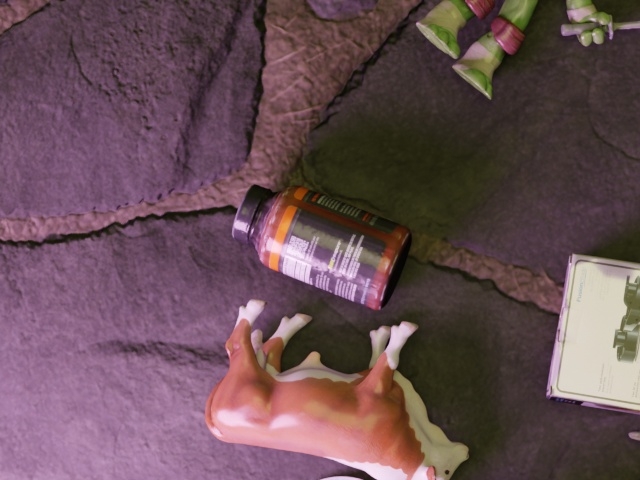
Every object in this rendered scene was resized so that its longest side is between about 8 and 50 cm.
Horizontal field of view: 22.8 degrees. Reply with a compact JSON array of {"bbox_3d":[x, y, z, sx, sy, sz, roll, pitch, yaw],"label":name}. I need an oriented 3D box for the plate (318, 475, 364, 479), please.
[{"bbox_3d":[0.015,0.361,1.812,0.188,0.024,0.188,-14,56,22],"label":"plate"}]

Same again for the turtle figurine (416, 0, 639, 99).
[{"bbox_3d":[0.264,-0.284,1.819,0.275,0.198,0.266,44,92,13],"label":"turtle figurine"}]

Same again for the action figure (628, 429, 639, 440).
[{"bbox_3d":[0.431,0.390,1.701,0.341,0.179,0.330,6,90,51],"label":"action figure"}]

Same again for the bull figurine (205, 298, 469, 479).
[{"bbox_3d":[0.024,0.182,1.828,0.311,0.101,0.188,9,79,5],"label":"bull figurine"}]

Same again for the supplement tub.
[{"bbox_3d":[0.000,0.000,1.851,0.198,0.106,0.106,22,85,9],"label":"supplement tub"}]

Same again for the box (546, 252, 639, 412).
[{"bbox_3d":[0.411,0.120,1.800,0.290,0.087,0.169,8,83,7],"label":"box"}]
